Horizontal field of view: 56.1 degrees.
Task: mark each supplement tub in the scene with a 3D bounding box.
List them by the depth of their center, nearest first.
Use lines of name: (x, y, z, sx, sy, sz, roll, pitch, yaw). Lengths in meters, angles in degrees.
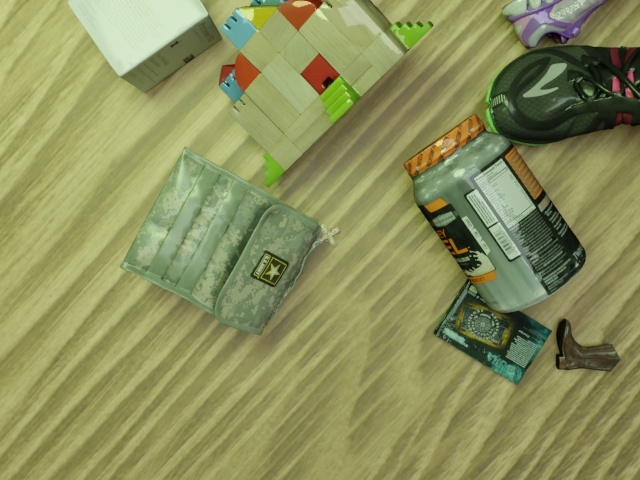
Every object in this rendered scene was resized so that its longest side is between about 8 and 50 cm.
supplement tub: (0.295, -0.049, 1.049, 0.194, 0.193, 0.316, -35, 92, 1)

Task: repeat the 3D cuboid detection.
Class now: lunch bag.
lunch bag: (-0.164, 0.010, 1.065, 0.287, 0.169, 0.235, 29, 89, -9)

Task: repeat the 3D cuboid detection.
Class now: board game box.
board game box: (0.327, 0.175, 1.144, 0.186, 0.026, 0.126, 32, 93, -2)

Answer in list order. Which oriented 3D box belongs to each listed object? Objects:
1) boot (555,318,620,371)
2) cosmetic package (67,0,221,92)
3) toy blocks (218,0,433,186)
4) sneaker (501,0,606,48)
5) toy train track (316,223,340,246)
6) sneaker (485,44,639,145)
boot: (0.510, 0.199, 1.141, 0.114, 0.037, 0.106, 0, 106, 3)
cosmetic package: (-0.297, -0.383, 1.047, 0.184, 0.151, 0.151, -34, 94, 2)
toy blocks: (-0.044, -0.314, 1.012, 0.261, 0.190, 0.381, 45, 119, -7)
sneaker: (0.454, -0.417, 1.088, 0.237, 0.095, 0.104, -19, 100, 5)
toy train track: (0.000, 0.000, 1.138, 0.083, 0.014, 0.048, -33, 93, 2)
sneaker: (0.525, -0.272, 1.034, 0.483, 0.202, 0.185, -8, 92, 0)
